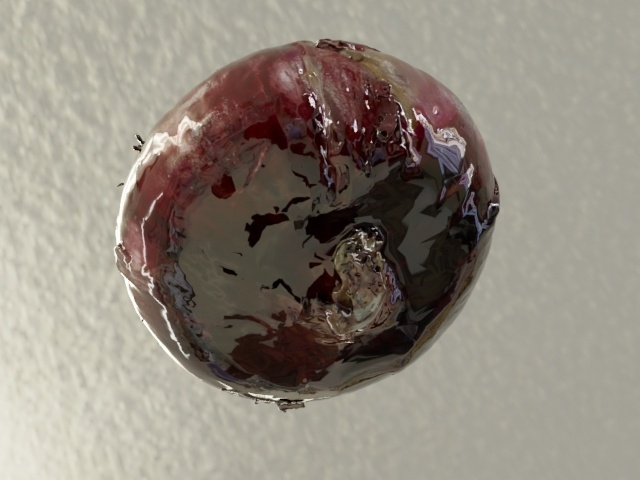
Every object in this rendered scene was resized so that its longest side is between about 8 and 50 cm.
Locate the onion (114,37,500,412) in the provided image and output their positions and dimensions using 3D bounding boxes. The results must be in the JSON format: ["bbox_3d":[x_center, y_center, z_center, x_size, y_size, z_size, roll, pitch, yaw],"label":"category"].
[{"bbox_3d":[0.000,0.000,1.515,0.314,0.232,0.314,-14,-50,-17],"label":"onion"}]
